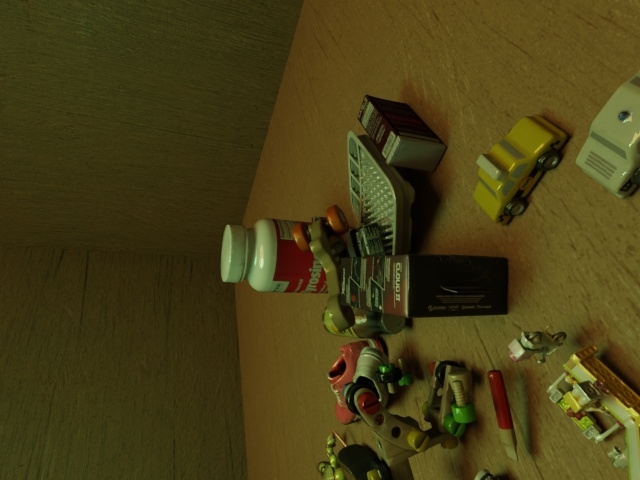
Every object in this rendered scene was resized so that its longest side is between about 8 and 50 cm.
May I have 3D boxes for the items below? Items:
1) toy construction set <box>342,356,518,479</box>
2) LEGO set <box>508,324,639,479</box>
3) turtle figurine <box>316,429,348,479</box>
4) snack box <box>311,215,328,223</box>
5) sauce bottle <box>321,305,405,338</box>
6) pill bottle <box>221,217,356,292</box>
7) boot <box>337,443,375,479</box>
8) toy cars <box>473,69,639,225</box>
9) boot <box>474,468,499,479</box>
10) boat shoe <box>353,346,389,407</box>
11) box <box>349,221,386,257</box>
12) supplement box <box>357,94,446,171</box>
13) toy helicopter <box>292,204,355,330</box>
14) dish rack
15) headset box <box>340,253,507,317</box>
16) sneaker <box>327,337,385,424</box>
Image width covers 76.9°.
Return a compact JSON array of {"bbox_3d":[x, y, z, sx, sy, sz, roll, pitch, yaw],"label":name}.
[{"bbox_3d":[0.208,0.363,0.747,0.308,0.257,0.238,-21,77,49],"label":"toy construction set"},{"bbox_3d":[0.348,0.250,0.504,0.287,0.131,0.107,-98,16,-49],"label":"LEGO set"},{"bbox_3d":[0.043,0.733,1.220,0.217,0.087,0.270,114,142,-52],"label":"turtle figurine"},{"bbox_3d":[0.000,0.000,1.505,0.022,0.064,0.179,147,124,-65],"label":"snack box"},{"bbox_3d":[0.112,0.216,1.123,0.344,0.111,0.112,152,120,-65],"label":"sauce bottle"},{"bbox_3d":[-0.097,0.051,1.276,0.229,0.406,0.230,-176,90,-69],"label":"pill bottle"},{"bbox_3d":[0.142,0.638,1.015,0.305,0.112,0.115,176,79,-72],"label":"boot"},{"bbox_3d":[0.359,-0.137,0.601,0.393,0.087,0.177,159,114,-66],"label":"toy cars"},{"bbox_3d":[0.292,0.432,0.645,0.259,0.095,0.124,114,146,-40],"label":"boot"},{"bbox_3d":[0.120,0.374,0.995,0.268,0.096,0.088,92,-156,-43],"label":"boat shoe"},{"bbox_3d":[0.134,0.054,1.062,0.184,0.045,0.191,160,95,-85],"label":"box"},{"bbox_3d":[0.191,-0.268,0.991,0.240,0.130,0.073,-108,30,-45],"label":"supplement box"},{"bbox_3d":[0.046,0.093,1.059,0.140,0.235,0.355,-26,38,17],"label":"toy helicopter"},{"bbox_3d":[0.155,-0.105,1.038,0.333,0.072,0.286,-112,12,-48],"label":"dish rack"},{"bbox_3d":[0.196,0.085,0.792,0.293,0.217,0.110,171,101,-67],"label":"headset box"},{"bbox_3d":[0.072,0.400,1.152,0.116,0.136,0.314,-119,39,-55],"label":"sneaker"}]
